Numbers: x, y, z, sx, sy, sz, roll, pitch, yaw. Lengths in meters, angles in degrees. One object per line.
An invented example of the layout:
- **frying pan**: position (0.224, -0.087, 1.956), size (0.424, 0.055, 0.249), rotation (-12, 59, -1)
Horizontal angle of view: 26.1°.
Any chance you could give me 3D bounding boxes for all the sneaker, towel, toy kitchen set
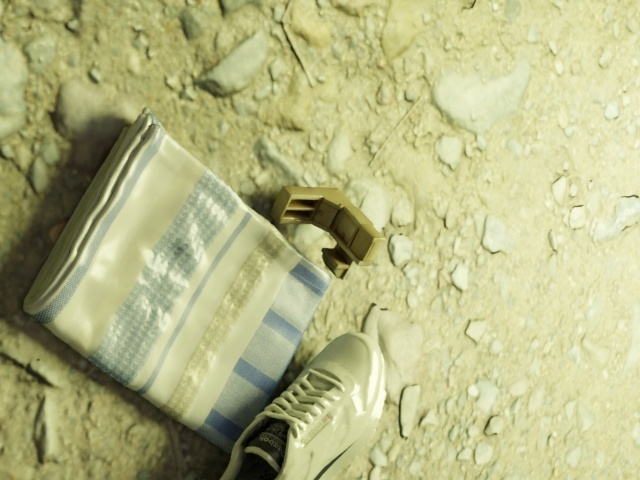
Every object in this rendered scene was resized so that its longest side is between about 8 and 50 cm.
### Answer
- **sneaker**: position (-0.016, 0.174, 1.291), size (0.235, 0.090, 0.095), rotation (-56, 146, -25)
- **towel**: position (-0.117, 0.045, 1.238), size (0.285, 0.034, 0.209), rotation (43, 67, -37)
- **toy kitchen set**: position (0.000, 0.000, 1.315), size (0.075, 0.083, 0.068), rotation (1, 126, -42)
